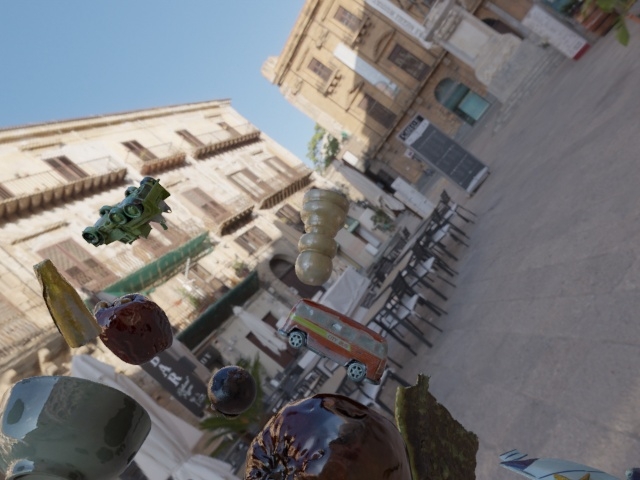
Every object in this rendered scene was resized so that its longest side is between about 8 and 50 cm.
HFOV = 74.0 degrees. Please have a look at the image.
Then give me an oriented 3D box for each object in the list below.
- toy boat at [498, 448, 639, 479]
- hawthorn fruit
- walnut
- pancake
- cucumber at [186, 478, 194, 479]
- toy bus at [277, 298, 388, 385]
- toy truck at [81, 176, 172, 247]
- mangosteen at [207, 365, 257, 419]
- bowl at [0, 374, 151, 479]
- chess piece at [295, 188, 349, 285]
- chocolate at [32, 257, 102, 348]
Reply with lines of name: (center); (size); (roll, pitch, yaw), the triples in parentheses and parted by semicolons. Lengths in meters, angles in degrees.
toy boat: (0.476, 0.466, 0.799); (0.221, 0.066, 0.291); (-15, 3, -34)
hawthorn fruit: (0.027, 0.440, 0.783); (0.308, 0.325, 0.308); (-54, 18, 26)
walnut: (-0.669, 0.321, 1.498); (0.244, 0.268, 0.221); (-15, 22, 10)
pancake: (0.338, 0.612, 1.267); (0.067, 0.426, 0.305); (-29, 13, 46)
cucumber: (-0.304, 0.653, 1.067); (0.064, 0.112, 0.064); (-59, -6, -10)
toy bus: (0.041, 0.237, 1.016); (0.119, 0.265, 0.121); (-64, -14, -3)
toy truck: (-0.508, -0.052, 1.142); (0.260, 0.135, 0.128); (-22, 36, 24)
mangosteen: (-0.355, 0.612, 1.682); (0.230, 0.194, 0.194); (-70, -11, 22)
bowl: (-0.491, 0.400, 0.808); (0.289, 0.290, 0.146); (-55, 20, 32)
chess piece: (0.000, 0.000, 1.173); (0.142, 0.143, 0.260); (118, 163, -63)
chocolate: (-0.602, 0.145, 0.999); (0.086, 0.219, 0.085); (-18, 16, 5)
